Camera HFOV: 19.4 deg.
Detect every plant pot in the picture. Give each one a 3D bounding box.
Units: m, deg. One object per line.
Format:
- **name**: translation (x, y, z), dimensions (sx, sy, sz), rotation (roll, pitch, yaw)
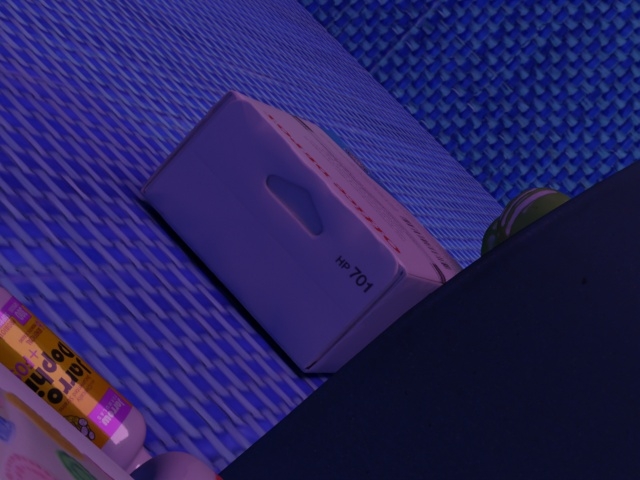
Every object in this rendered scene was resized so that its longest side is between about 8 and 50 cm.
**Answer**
- **plant pot**: translation (0.101, 0.079, 0.666), dimensions (0.165, 0.234, 0.165), rotation (47, 10, 15)

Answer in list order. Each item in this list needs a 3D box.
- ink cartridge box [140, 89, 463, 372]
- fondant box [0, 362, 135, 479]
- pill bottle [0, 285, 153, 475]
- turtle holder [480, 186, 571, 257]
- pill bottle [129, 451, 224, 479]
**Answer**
- **ink cartridge box**: translation (0.000, 0.000, 1.053), dimensions (0.139, 0.082, 0.190), rotation (47, 11, 14)
- **fondant box**: translation (-0.009, 0.159, 0.280), dimensions (0.330, 0.096, 0.238), rotation (44, 9, -9)
- **pill bottle**: translation (-0.083, 0.056, 0.571), dimensions (0.083, 0.043, 0.043), rotation (43, 9, -7)
- **turtle holder**: translation (0.202, 0.113, 1.069), dimensions (0.320, 0.243, 0.227), rotation (20, -16, 22)
- **pill bottle**: translation (-0.004, 0.131, 0.441), dimensions (0.160, 0.087, 0.087), rotation (43, 9, -8)
